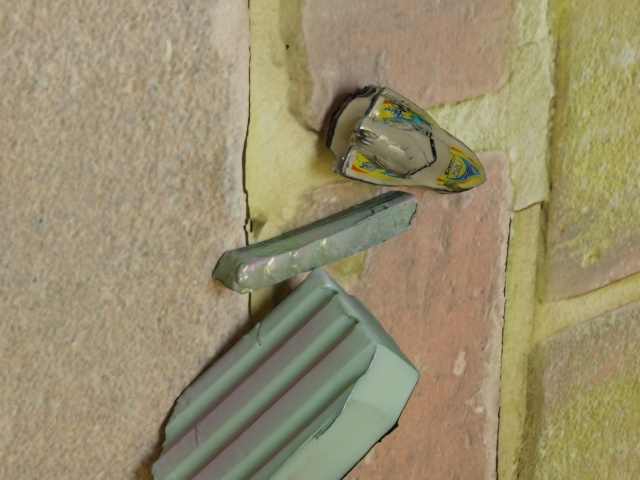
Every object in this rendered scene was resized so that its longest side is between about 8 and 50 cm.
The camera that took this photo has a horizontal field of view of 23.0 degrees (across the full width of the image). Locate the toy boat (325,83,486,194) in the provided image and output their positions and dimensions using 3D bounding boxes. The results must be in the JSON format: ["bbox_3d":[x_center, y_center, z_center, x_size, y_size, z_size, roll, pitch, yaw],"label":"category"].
[{"bbox_3d":[0.085,-0.081,1.405,0.210,0.066,0.084,17,99,-46],"label":"toy boat"}]

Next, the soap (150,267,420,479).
[{"bbox_3d":[-0.033,0.156,1.343,0.230,0.145,0.091,-43,137,5],"label":"soap"}]

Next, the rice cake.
[{"bbox_3d":[0.000,0.000,1.381,0.211,0.043,0.034,-21,115,-34],"label":"rice cake"}]
